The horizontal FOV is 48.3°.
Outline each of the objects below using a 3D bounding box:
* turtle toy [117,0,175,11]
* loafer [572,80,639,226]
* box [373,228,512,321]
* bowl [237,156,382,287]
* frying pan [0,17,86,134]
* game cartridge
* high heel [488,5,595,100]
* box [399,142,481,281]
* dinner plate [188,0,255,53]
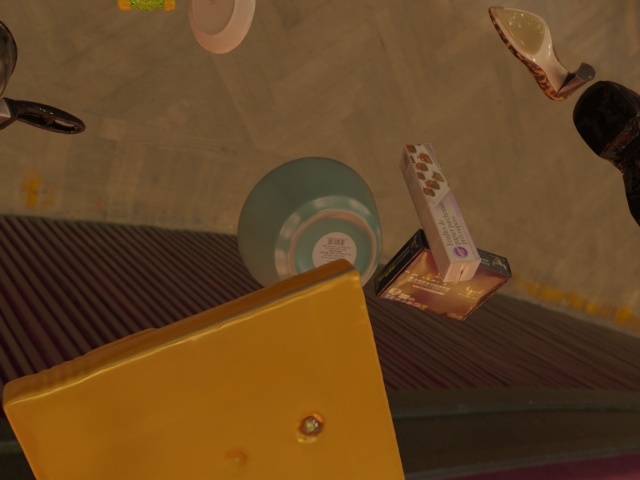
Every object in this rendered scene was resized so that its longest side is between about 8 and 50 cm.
[{"bbox_3d":[-0.288,-0.437,1.173,0.095,0.066,0.130,-4,139,-17],"label":"turtle toy"},{"bbox_3d":[0.261,-0.053,0.536,0.061,0.170,0.062,-4,150,-32],"label":"loafer"},{"bbox_3d":[0.258,0.079,1.518,0.232,0.059,0.183,17,134,-24],"label":"box"},{"bbox_3d":[0.000,0.000,1.429,0.311,0.163,0.311,-6,109,-16],"label":"bowl"},{"bbox_3d":[-0.363,-0.126,0.683,0.197,0.053,0.326,-22,164,-5],"label":"frying pan"},{"bbox_3d":[-0.087,0.197,0.679,0.323,0.052,0.285,-19,113,-14],"label":"game cartridge"},{"bbox_3d":[0.447,-0.395,1.534,0.261,0.186,0.093,37,87,0],"label":"high heel"},{"bbox_3d":[0.233,-0.064,1.432,0.063,0.324,0.067,-5,140,-12],"label":"box"},{"bbox_3d":[-0.146,-0.337,1.008,0.017,0.141,0.141,-7,112,-50],"label":"dinner plate"}]
